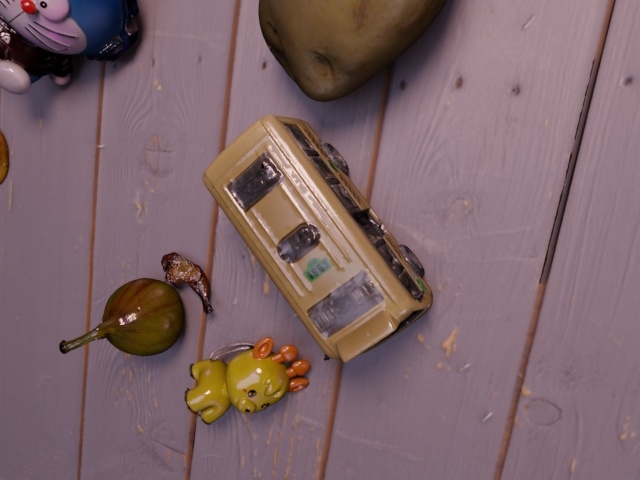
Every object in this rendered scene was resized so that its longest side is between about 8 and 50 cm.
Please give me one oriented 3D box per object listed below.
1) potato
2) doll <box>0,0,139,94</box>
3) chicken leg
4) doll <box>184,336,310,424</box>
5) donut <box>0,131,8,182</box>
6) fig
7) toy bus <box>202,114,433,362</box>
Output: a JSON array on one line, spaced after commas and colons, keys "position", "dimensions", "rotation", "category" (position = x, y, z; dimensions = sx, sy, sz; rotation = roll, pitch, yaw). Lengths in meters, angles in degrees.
[{"position": [0.055, -0.349, 0.606], "dimensions": [0.326, 0.243, 0.221], "rotation": [-38, 108, 25], "category": "potato"}, {"position": [-0.470, -0.422, 0.787], "dimensions": [0.310, 0.240, 0.284], "rotation": [-20, 131, 33], "category": "doll"}, {"position": [-0.245, 0.075, 0.862], "dimensions": [0.145, 0.037, 0.062], "rotation": [37, 72, 10], "category": "chicken leg"}, {"position": [-0.126, 0.245, 0.815], "dimensions": [0.221, 0.135, 0.143], "rotation": [-26, 120, 14], "category": "doll"}, {"position": [-0.754, -0.190, 1.001], "dimensions": [0.152, 0.058, 0.152], "rotation": [2, 95, 19], "category": "donut"}, {"position": [-0.338, 0.137, 0.832], "dimensions": [0.148, 0.186, 0.142], "rotation": [5, 82, 11], "category": "fig"}, {"position": [0.000, 0.000, 0.689], "dimensions": [0.177, 0.202, 0.365], "rotation": [-39, 84, 18], "category": "toy bus"}]
